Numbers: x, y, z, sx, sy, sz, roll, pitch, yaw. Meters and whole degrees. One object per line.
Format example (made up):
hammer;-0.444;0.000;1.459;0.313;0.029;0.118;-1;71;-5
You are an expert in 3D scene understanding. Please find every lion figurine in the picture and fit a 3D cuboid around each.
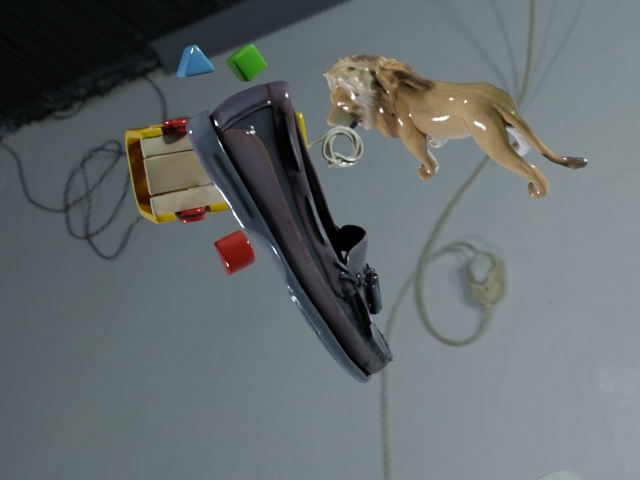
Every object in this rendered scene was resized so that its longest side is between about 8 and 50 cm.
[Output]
lion figurine;0.201;-0.195;1.468;0.392;0.240;0.142;5;57;37

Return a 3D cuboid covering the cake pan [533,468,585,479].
cake pan;0.120;0.281;0.753;0.293;0.293;0.054;-43;61;11

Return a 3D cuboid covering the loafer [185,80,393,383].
loafer;0.000;0.000;0.821;0.095;0.302;0.109;-31;27;4

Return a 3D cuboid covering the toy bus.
toy bus;-0.095;-0.083;0.946;0.191;0.202;0.104;-56;24;-7
